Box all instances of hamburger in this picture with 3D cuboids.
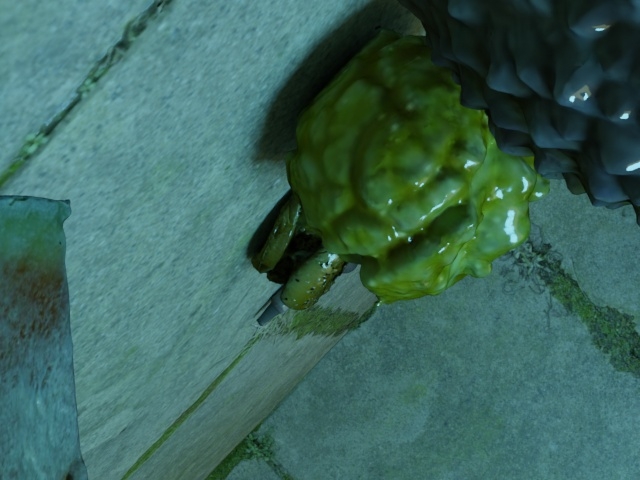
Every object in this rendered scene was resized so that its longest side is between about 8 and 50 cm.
[{"bbox_3d":[0.000,0.000,1.055,0.185,0.113,0.177,-43,166,-10],"label":"hamburger"}]

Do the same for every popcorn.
[{"bbox_3d":[0.094,-0.072,0.808,0.247,0.282,0.282,-38,172,27],"label":"popcorn"}]

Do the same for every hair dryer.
[{"bbox_3d":[-0.023,0.053,1.326,0.220,0.053,0.195,-36,165,-12],"label":"hair dryer"}]

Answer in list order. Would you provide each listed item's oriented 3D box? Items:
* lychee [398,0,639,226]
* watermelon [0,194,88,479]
[{"bbox_3d":[0.211,-0.215,0.482,0.380,0.432,0.380,-9,179,0],"label":"lychee"},{"bbox_3d":[-0.234,0.154,0.450,0.387,0.258,0.228,-48,166,29],"label":"watermelon"}]
